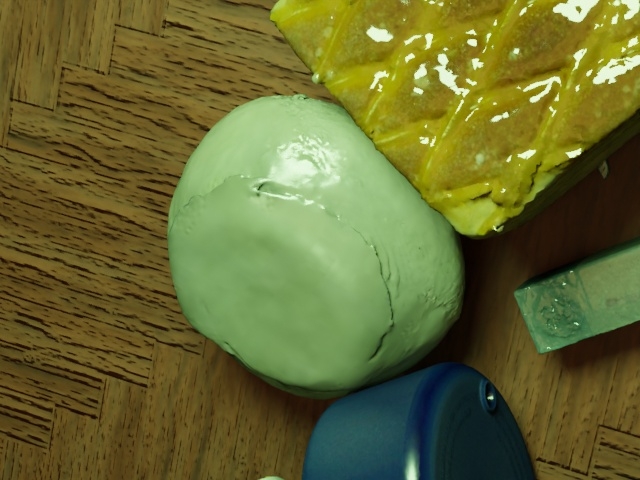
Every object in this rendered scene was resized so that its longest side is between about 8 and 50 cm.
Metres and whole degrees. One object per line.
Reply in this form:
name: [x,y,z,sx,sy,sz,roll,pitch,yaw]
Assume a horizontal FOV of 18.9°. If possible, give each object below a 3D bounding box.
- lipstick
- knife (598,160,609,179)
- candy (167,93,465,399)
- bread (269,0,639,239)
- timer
lipstick: [0.327,0.015,1.667,0.317,0.068,0.066,-22,92,24]
knife: [0.239,-0.097,1.713,0.014,0.005,0.091,-21,94,23]
candy: [0.000,0.000,1.732,0.295,0.185,0.295,7,122,11]
bread: [0.153,-0.179,1.609,0.279,0.207,0.279,-39,83,18]
timer: [-0.015,0.270,1.753,0.383,0.270,0.270,-12,97,25]
